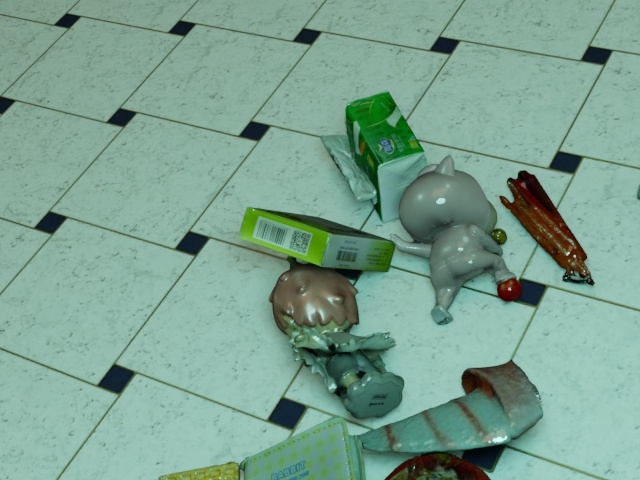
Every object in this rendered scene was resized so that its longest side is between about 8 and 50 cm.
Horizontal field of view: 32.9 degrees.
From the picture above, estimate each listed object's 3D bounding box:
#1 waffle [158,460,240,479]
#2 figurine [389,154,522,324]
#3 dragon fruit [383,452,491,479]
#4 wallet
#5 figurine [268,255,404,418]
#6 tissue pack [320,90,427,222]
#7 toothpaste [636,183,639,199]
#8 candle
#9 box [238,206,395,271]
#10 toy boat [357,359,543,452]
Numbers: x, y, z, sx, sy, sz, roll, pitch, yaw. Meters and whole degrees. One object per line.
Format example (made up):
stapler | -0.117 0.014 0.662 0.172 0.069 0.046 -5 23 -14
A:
waffle | -0.192 0.402 1.725 0.135 0.021 0.092 -13 46 2
figurine | 0.242 0.002 1.932 0.176 0.186 0.288 -42 55 36
dragon fruit | 0.168 0.383 1.563 0.223 0.148 0.218 14 51 25
wallet | -0.022 0.432 1.586 0.223 0.077 0.310 -25 44 19
figurine | 0.001 0.144 1.841 0.207 0.166 0.387 0 33 -35
tissue pack | 0.103 -0.156 2.093 0.156 0.148 0.209 -19 46 -6
toothpaste | 0.693 -0.048 1.914 0.266 0.061 0.096 28 58 27
candle | 0.414 -0.021 1.949 0.084 0.059 0.302 -29 47 -1
box | -0.001 -0.001 1.914 0.175 0.260 0.062 18 95 28
toy boat | 0.190 0.278 1.666 0.282 0.096 0.206 -16 22 -4
